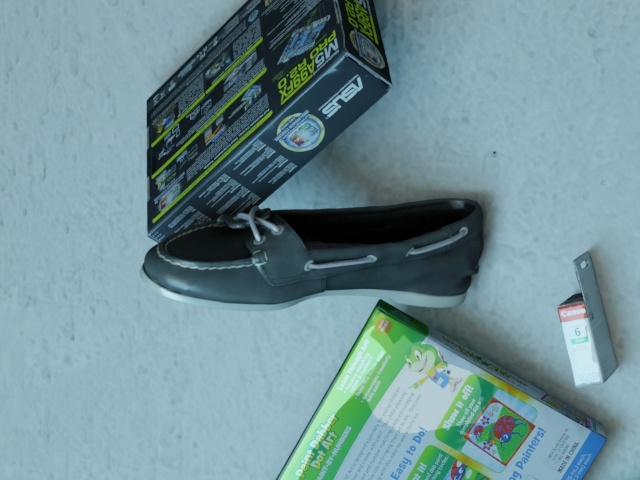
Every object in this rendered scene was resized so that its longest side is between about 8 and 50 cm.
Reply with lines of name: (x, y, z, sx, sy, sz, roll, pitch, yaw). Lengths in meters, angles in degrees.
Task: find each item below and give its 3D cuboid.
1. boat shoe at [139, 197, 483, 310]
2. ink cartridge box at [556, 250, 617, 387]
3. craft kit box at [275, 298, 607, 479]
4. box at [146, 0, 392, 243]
boat shoe: (0.000, 0.000, 1.270, 0.112, 0.335, 0.095, 47, 129, 52)
ink cartridge box: (0.240, 0.072, 1.288, 0.029, 0.063, 0.115, -14, 92, 25)
craft kit box: (0.100, 0.223, 1.329, 0.246, 0.061, 0.250, 30, 100, -2)
box: (-0.059, -0.138, 1.325, 0.060, 0.216, 0.270, 32, 120, -31)
